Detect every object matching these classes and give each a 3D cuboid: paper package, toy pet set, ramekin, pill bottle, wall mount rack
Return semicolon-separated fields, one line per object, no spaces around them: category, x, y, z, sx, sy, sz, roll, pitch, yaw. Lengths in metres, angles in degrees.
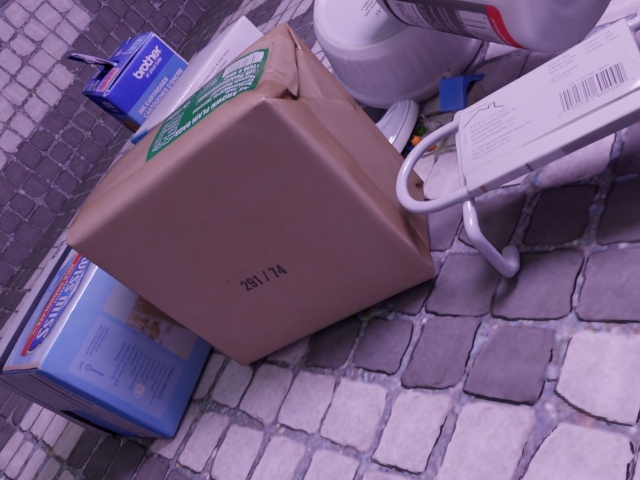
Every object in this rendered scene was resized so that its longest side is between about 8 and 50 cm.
paper package;-0.074;-0.029;0.733;0.324;0.309;0.168;-29;36;29
toy pet set;0.168;-0.192;0.842;0.114;0.065;0.122;10;64;56
ramekin;0.111;-0.355;0.940;0.272;0.127;0.273;-11;67;27
pill bottle;0.164;-0.333;0.704;0.176;0.176;0.318;-51;44;-4
wall mount rack;0.250;-0.132;0.620;0.350;0.130;0.304;-26;41;34

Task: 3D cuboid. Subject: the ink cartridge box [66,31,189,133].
ink cartridge box;-0.293;-0.252;1.181;0.151;0.395;0.270;-53;30;-7

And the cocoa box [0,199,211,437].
cocoa box;-0.306;0.104;0.959;0.227;0.231;0.347;-15;45;43

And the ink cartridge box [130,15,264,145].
ink cartridge box;-0.108;-0.156;0.944;0.198;0.270;0.197;-1;53;58

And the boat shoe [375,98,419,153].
boat shoe;0.061;-0.127;0.878;0.228;0.081;0.079;-57;13;-12
